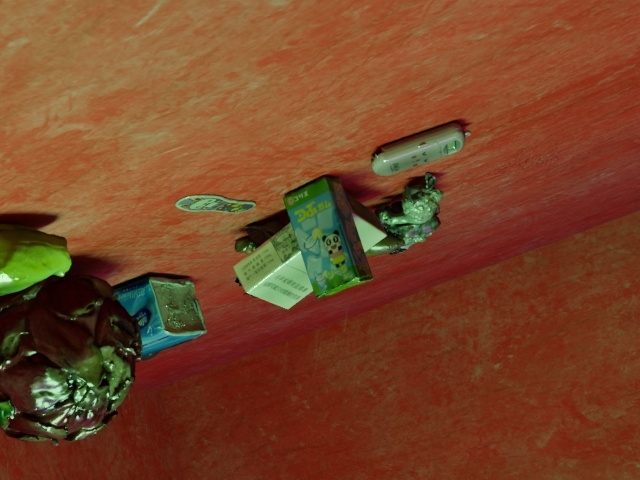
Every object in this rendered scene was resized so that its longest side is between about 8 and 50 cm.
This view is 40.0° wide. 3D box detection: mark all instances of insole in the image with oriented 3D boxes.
[{"bbox_3d":[-0.176,-0.060,1.483,0.065,0.004,0.197,-23,167,27],"label":"insole"}]

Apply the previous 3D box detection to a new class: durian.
[{"bbox_3d":[-0.486,0.037,1.250,0.250,0.101,0.139,-13,168,-19],"label":"durian"}]

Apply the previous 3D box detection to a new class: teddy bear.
[{"bbox_3d":[0.190,-0.051,1.785,0.133,0.111,0.213,-18,170,-15],"label":"teddy bear"}]

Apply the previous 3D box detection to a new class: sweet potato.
[{"bbox_3d":[-0.004,0.001,1.820,0.346,0.079,0.108,-3,175,-4],"label":"sweet potato"}]

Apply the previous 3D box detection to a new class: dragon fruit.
[{"bbox_3d":[-0.485,0.203,1.565,0.329,0.329,0.329,-16,168,-3],"label":"dragon fruit"}]

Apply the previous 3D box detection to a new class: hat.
[{"bbox_3d":[-0.102,-0.022,1.697,0.087,0.042,0.058,9,148,23],"label":"hat"}]

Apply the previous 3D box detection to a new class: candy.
[{"bbox_3d":[0.013,-0.006,1.529,0.097,0.194,0.062,-24,167,30],"label":"candy"}]

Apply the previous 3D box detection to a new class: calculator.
[{"bbox_3d":[0.168,-0.152,1.470,0.175,0.032,0.100,-19,168,6],"label":"calculator"}]

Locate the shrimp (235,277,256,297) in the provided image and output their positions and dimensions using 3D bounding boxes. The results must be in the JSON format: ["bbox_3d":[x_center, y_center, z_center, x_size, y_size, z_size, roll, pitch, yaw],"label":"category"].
[{"bbox_3d":[-0.128,0.094,2.142,0.222,0.054,0.290,-26,169,38],"label":"shrimp"}]

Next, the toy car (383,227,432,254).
[{"bbox_3d":[0.196,-0.024,1.990,0.070,0.080,0.171,-11,166,-29],"label":"toy car"}]

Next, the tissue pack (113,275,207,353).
[{"bbox_3d":[-0.415,0.183,1.923,0.264,0.146,0.198,-21,168,17],"label":"tissue pack"}]

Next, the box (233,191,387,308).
[{"bbox_3d":[-0.018,0.019,1.683,0.256,0.069,0.164,-37,151,13],"label":"box"}]

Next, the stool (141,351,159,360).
[{"bbox_3d":[-0.400,0.220,2.177,0.217,0.121,0.125,-24,168,21],"label":"stool"}]
